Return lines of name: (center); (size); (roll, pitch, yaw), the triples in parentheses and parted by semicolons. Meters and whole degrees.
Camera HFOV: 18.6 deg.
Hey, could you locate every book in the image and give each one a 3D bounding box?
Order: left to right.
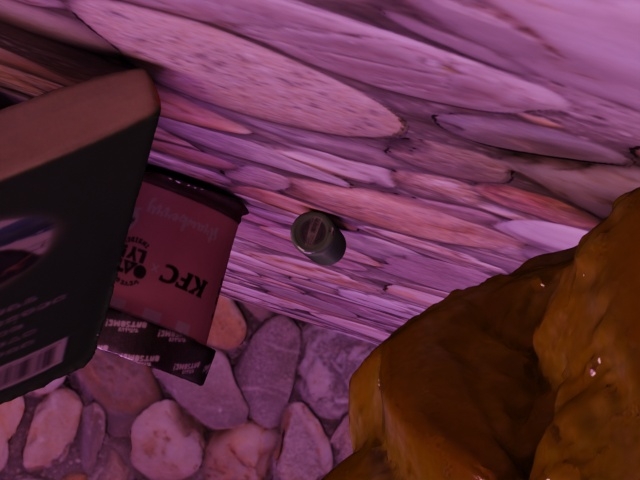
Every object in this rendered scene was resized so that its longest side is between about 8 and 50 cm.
book: (-0.223, 0.044, 1.031); (0.260, 0.043, 0.371); (-24, 165, -21)

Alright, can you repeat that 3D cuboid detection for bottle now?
bottle: (0.000, 0.000, 1.334); (0.030, 0.030, 0.083); (17, 175, 9)

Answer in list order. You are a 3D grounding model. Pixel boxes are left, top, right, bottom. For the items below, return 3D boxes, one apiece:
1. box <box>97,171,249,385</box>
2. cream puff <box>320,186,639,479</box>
box: (-0.131, 0.017, 1.387); (0.151, 0.135, 0.151); (21, 173, 3)
cream puff: (0.122, 0.112, 0.815); (0.274, 0.323, 0.269); (-7, 145, 9)
